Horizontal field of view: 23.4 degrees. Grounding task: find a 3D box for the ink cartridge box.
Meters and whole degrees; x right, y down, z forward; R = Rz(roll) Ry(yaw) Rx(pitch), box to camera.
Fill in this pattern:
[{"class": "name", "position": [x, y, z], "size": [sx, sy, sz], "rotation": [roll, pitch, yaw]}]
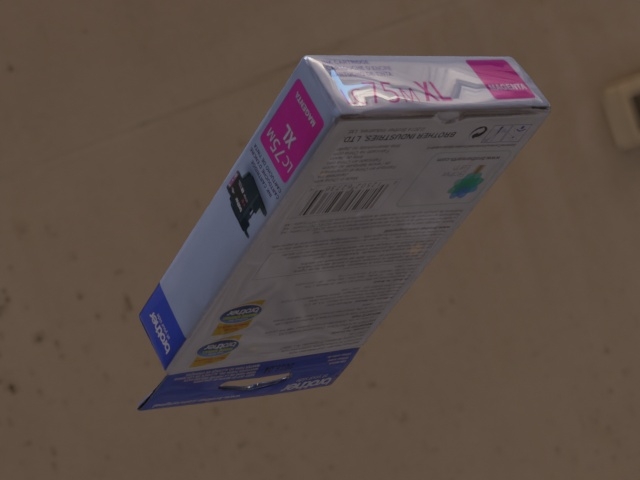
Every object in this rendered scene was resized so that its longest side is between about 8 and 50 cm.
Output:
[{"class": "ink cartridge box", "position": [0.000, 0.000, 1.057], "size": [0.186, 0.065, 0.311], "rotation": [-5, -39, -39]}]
